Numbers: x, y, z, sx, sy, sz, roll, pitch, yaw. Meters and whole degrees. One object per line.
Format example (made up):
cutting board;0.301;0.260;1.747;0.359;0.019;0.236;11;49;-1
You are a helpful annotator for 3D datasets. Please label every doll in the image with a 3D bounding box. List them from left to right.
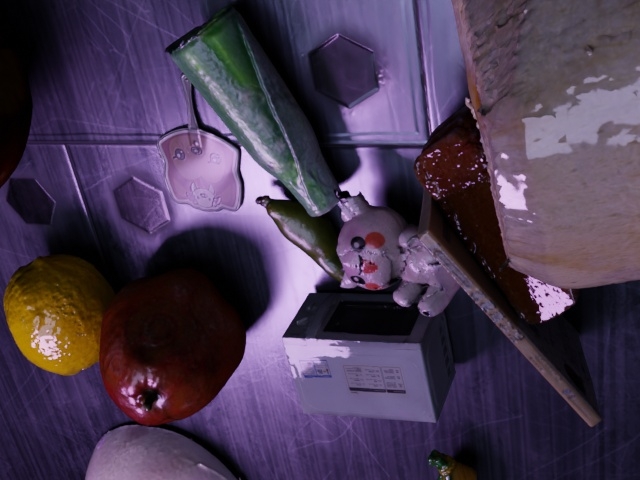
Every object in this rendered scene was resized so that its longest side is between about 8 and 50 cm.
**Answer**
doll;0.101;0.015;1.217;0.192;0.095;0.149;15;132;15

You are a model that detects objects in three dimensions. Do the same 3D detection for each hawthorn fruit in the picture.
hawthorn fruit;-0.232;0.167;1.382;0.224;0.261;0.224;7;124;10

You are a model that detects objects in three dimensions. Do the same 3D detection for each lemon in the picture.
lemon;-0.406;0.116;1.474;0.180;0.180;0.193;13;142;15

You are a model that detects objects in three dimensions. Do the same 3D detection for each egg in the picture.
egg;-0.305;0.505;1.680;0.337;0.201;0.337;10;123;15

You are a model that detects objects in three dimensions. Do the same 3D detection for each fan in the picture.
fan;-0.174;-0.134;1.313;0.132;0.009;0.220;8;125;18

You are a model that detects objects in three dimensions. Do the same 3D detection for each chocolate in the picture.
chocolate;-0.070;-0.156;1.201;0.110;0.110;0.291;-23;114;33

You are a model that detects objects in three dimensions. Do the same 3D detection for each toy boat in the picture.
toy boat;0.184;0.410;1.473;0.088;0.089;0.229;12;130;-2

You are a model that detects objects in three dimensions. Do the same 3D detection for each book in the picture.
book;0.229;0.063;1.143;0.021;0.217;0.310;-39;102;21

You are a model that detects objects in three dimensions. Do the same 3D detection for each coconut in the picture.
coconut;0.313;-0.159;0.851;0.404;0.404;0.405;11;125;16

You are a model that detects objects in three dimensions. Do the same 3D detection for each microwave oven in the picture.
microwave oven;0.072;0.163;1.334;0.208;0.122;0.162;0;122;24

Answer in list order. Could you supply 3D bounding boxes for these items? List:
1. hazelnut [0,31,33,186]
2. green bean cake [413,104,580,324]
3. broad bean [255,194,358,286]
hazelnut;-0.590;-0.172;1.197;0.402;0.429;0.402;1;123;2
green bean cake;0.216;-0.042;1.090;0.233;0.198;0.097;46;125;-6
broad bean;0.000;0.000;1.302;0.213;0.048;0.070;32;116;-7
